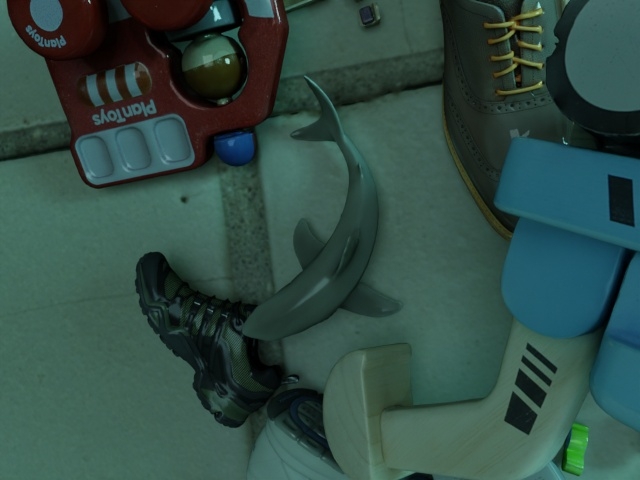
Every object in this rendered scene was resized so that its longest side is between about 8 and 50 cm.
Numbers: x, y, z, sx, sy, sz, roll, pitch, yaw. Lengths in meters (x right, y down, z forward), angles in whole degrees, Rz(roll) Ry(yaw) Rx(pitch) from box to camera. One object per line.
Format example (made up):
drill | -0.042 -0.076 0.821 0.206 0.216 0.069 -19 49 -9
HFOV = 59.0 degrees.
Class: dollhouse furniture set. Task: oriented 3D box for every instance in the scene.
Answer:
dollhouse furniture set | -0.002 -0.277 0.628 0.114 0.081 0.091 -15 85 14

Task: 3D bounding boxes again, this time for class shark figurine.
shark figurine | 0.022 -0.020 0.596 0.166 0.116 0.278 11 83 5

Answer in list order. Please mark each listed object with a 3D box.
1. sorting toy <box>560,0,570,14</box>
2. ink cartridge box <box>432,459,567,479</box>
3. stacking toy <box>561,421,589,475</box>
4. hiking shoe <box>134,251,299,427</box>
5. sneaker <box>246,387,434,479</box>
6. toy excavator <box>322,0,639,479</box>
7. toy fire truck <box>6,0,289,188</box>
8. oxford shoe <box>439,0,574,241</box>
sorting toy | 0.341 -0.266 0.560 0.193 0.038 0.208 -5 87 15
ink cartridge box | 0.177 0.243 0.532 0.109 0.150 0.063 -39 114 11
stacking toy | 0.346 0.154 0.541 0.167 0.052 0.221 18 94 15
hiking shoe | -0.122 0.096 0.661 0.114 0.086 0.227 -35 86 -2
sneaker | 0.048 0.290 0.605 0.297 0.111 0.129 37 114 16
toy excavator | 0.204 0.059 0.411 0.433 0.222 0.445 22 102 43
toy fire truck | -0.176 -0.200 0.650 0.302 0.169 0.254 -8 111 15
oxford shoe | 0.174 -0.173 0.552 0.130 0.133 0.364 -13 85 14
